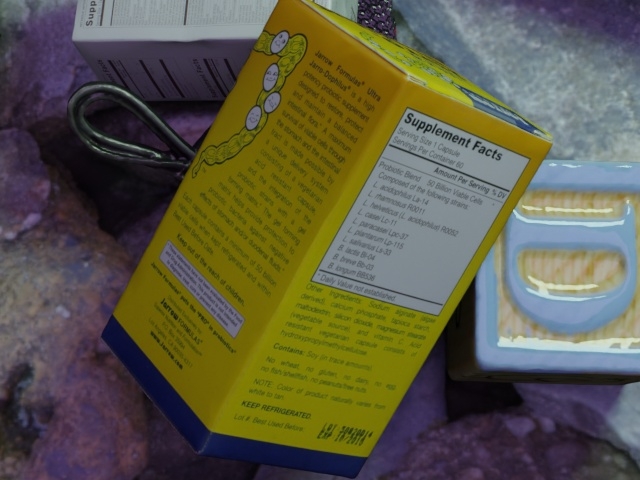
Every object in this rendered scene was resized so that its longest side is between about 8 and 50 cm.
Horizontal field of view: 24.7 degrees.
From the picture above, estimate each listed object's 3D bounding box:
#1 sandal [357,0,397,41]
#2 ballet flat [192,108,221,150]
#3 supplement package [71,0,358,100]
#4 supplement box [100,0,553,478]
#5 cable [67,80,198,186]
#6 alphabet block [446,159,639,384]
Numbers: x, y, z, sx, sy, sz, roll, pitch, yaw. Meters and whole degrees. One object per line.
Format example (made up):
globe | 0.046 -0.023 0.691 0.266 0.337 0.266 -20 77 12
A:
sandal | 0.051 -0.209 1.484 0.067 0.040 0.179 -18 97 1
ballet flat | -0.054 -0.113 1.452 0.203 0.074 0.074 -21 83 1
supplement package | -0.095 -0.221 1.393 0.244 0.134 0.139 1 70 11
supplement box | 0.000 0.000 1.265 0.195 0.194 0.356 42 107 44
cable | -0.110 -0.053 1.386 0.139 0.072 0.287 -38 114 9
alphabet block | 0.223 0.035 1.372 0.192 0.197 0.193 3 82 -1
